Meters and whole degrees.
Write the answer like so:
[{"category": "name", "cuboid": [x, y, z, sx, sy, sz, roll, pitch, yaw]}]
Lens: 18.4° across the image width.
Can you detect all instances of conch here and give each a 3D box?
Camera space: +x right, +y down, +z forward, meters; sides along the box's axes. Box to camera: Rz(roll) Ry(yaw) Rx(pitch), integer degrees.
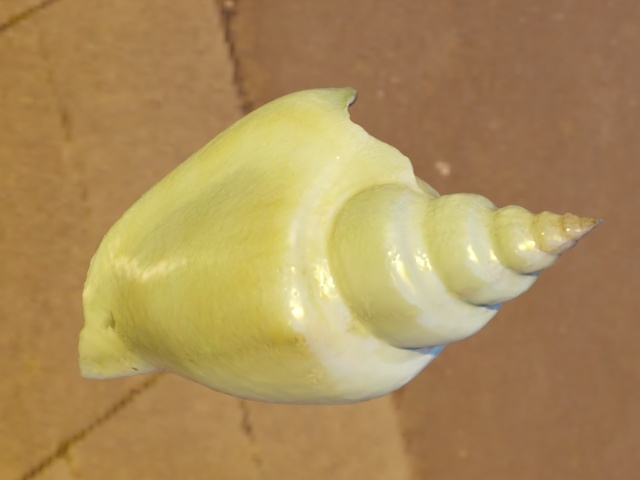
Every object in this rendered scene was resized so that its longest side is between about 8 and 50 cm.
[{"category": "conch", "cuboid": [-0.003, 0.003, 0.555, 0.065, 0.180, 0.088, -23, 101, -58]}]
